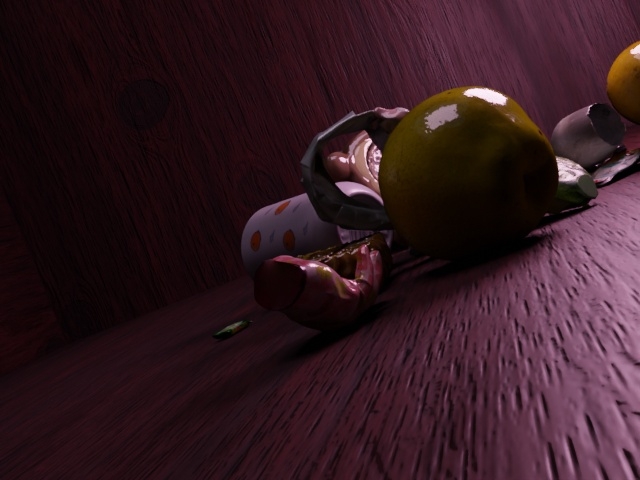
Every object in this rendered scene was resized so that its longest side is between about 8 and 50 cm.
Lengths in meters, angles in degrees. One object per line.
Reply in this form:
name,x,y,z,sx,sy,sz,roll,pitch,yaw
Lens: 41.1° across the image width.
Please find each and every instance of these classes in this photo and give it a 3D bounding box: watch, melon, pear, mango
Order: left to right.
watch,0.095,-0.120,1.596,0.241,0.253,0.162,-43,3,-10
watch,0.148,-0.102,2.179,0.314,0.335,0.327,-29,-13,-28
pear,0.228,-0.109,1.395,0.294,0.294,0.294,-22,2,1
melon,0.363,-0.090,1.577,0.196,0.124,0.323,-32,6,-34
mango,0.758,-0.306,1.760,0.365,0.182,0.253,9,10,-31

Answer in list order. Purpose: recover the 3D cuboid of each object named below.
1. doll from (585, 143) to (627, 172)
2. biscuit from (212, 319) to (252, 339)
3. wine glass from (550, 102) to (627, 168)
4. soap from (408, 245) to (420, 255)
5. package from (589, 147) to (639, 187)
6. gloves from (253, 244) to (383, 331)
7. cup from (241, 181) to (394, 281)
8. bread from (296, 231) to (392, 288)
doll,0.640,-0.224,2.061,0.135,0.143,0.234,-46,4,-1
biscuit,-0.174,0.176,1.682,0.046,0.016,0.089,-19,4,27
wine glass,0.543,-0.200,1.865,0.126,0.126,0.241,-24,-8,-36
soap,0.224,-0.061,1.826,0.094,0.150,0.261,-25,2,16
package,0.608,-0.152,1.772,0.232,0.040,0.166,-25,3,-24
gloves,0.014,0.074,1.217,0.145,0.126,0.241,-26,-29,32
cup,0.000,0.000,1.804,0.212,0.212,0.317,-24,5,-35
bread,0.037,0.055,1.520,0.181,0.096,0.222,-18,4,11
